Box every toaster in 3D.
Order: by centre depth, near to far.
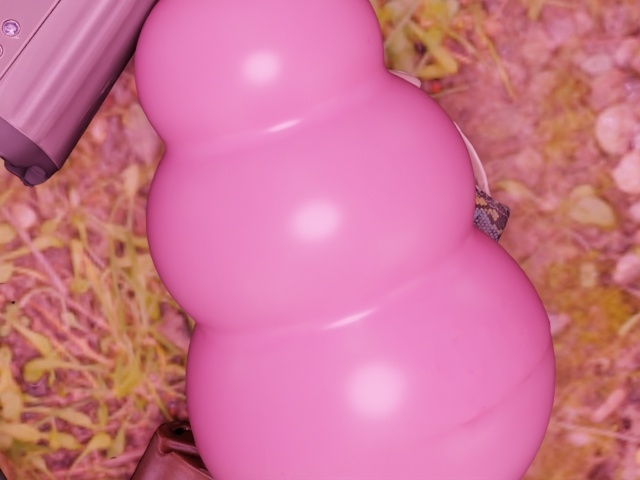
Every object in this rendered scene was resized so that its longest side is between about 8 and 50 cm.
[{"bbox_3d":[-0.161,-0.120,0.731,0.129,0.227,0.146,35,84,-3],"label":"toaster"}]

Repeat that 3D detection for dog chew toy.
[{"bbox_3d":[0.000,0.000,0.734,0.207,0.206,0.331,-20,106,1],"label":"dog chew toy"}]

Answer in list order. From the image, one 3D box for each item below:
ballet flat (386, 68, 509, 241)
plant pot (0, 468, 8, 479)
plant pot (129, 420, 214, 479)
[{"bbox_3d":[0.049,-0.064,0.838,0.070,0.070,0.188,-38,107,6],"label":"ballet flat"},{"bbox_3d":[-0.301,0.197,0.807,0.293,0.196,0.293,-2,107,-5],"label":"plant pot"},{"bbox_3d":[-0.075,0.214,0.857,0.167,0.167,0.165,23,96,-11],"label":"plant pot"}]
